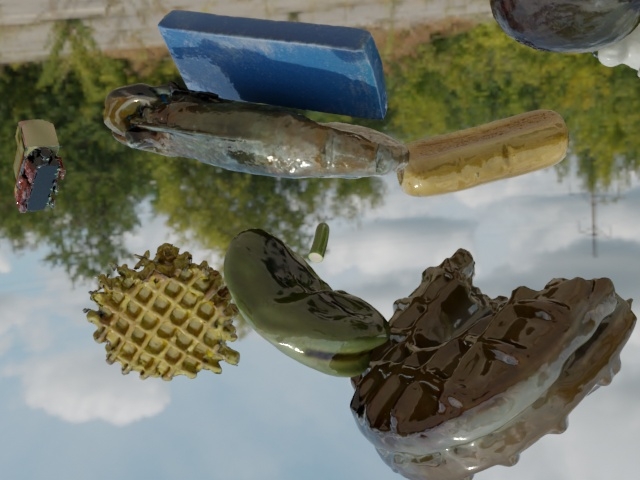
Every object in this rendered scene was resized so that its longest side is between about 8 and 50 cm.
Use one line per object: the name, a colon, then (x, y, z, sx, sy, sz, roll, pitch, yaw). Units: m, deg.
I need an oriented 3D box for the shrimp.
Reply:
shrimp: (-0.093, -0.156, 1.208, 0.446, 0.109, 0.221, 10, -164, 7)

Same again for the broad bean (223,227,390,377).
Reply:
broad bean: (-0.025, 0.069, 0.932, 0.207, 0.072, 0.153, 36, -158, 17)

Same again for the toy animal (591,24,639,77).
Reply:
toy animal: (0.550, -0.260, 1.193, 0.174, 0.289, 0.249, 16, 136, -42)

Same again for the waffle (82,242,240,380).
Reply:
waffle: (-0.205, 0.099, 1.126, 0.193, 0.197, 0.070, -19, -155, 5)

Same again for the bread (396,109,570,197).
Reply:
bread: (0.283, -0.147, 1.485, 0.305, 0.091, 0.142, -14, -147, -1)

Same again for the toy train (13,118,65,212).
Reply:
toy train: (-0.380, -0.095, 1.131, 0.050, 0.087, 0.138, -8, 155, -31)

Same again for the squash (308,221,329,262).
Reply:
squash: (0.000, 0.000, 1.485, 0.028, 0.027, 0.083, -1, -133, 18)

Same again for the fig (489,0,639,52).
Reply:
fig: (0.318, -0.282, 0.955, 0.170, 0.145, 0.274, -24, -153, -19)

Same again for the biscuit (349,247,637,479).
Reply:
biscuit: (0.151, 0.130, 0.914, 0.268, 0.115, 0.366, -45, -169, -12)

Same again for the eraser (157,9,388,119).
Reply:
eraser: (-0.062, -0.243, 1.173, 0.312, 0.042, 0.144, 11, 151, 22)
